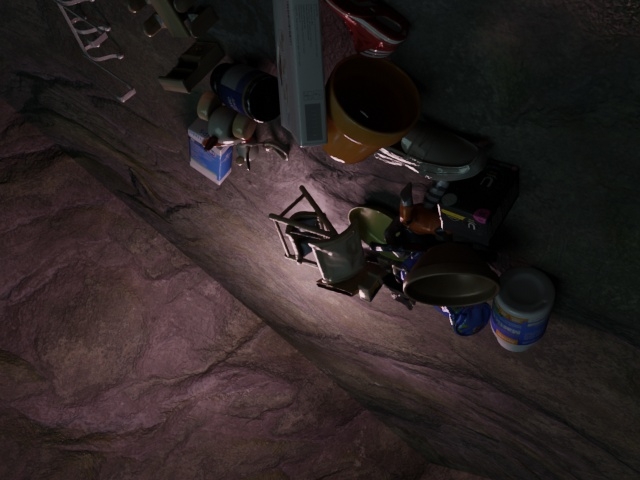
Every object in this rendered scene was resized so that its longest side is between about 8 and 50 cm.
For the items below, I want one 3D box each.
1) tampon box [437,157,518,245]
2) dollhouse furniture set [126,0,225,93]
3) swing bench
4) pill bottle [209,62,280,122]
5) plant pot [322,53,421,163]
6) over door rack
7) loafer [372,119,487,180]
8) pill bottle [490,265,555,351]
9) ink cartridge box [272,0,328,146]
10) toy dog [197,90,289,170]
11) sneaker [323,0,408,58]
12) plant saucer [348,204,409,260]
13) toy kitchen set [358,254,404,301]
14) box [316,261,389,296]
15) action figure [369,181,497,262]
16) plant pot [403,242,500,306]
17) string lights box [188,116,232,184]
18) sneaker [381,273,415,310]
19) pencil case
[{"bbox_3d":[0.357,-0.093,1.491,0.121,0.161,0.101,22,153,30],"label":"tampon box"},{"bbox_3d":[-0.382,-0.528,1.713,0.212,0.161,0.242,17,150,39],"label":"dollhouse furniture set"},{"bbox_3d":[0.000,0.000,2.120,0.255,0.165,0.253,35,160,29],"label":"swing bench"},{"bbox_3d":[-0.195,-0.394,1.732,0.219,0.123,0.122,34,161,44],"label":"pill bottle"},{"bbox_3d":[0.087,-0.267,1.451,0.205,0.205,0.188,37,148,-1],"label":"plant pot"},{"bbox_3d":[-0.668,-0.605,2.012,0.324,0.108,0.239,48,165,32],"label":"over door rack"},{"bbox_3d":[0.225,-0.215,1.511,0.320,0.112,0.111,18,159,39],"label":"loafer"},{"bbox_3d":[0.541,0.198,1.798,0.152,0.152,0.272,26,154,25],"label":"pill bottle"},{"bbox_3d":[-0.046,-0.373,1.429,0.261,0.066,0.296,-120,25,-68],"label":"ink cartridge box"},{"bbox_3d":[-0.259,-0.282,1.929,0.220,0.160,0.334,23,168,34],"label":"toy dog"},{"bbox_3d":[0.061,-0.443,1.344,0.221,0.087,0.128,39,156,-2],"label":"sneaker"},{"bbox_3d":[0.194,-0.029,2.008,0.241,0.037,0.241,31,157,15],"label":"plant saucer"},{"bbox_3d":[0.254,0.155,2.107,0.207,0.166,0.122,22,153,32],"label":"toy kitchen set"},{"bbox_3d":[0.111,0.122,2.222,0.165,0.201,0.021,13,121,44],"label":"box"},{"bbox_3d":[0.314,-0.044,1.734,0.342,0.178,0.330,7,164,-6],"label":"action figure"},{"bbox_3d":[0.329,0.079,1.669,0.238,0.109,0.237,4,155,2],"label":"plant pot"},{"bbox_3d":[-0.371,-0.302,2.242,0.133,0.076,0.259,35,157,4],"label":"string lights box"},{"bbox_3d":[0.260,0.173,2.283,0.170,0.051,0.089,32,152,3],"label":"sneaker"},{"bbox_3d":[0.342,0.140,1.875,0.306,0.133,0.119,48,129,46],"label":"pencil case"}]
